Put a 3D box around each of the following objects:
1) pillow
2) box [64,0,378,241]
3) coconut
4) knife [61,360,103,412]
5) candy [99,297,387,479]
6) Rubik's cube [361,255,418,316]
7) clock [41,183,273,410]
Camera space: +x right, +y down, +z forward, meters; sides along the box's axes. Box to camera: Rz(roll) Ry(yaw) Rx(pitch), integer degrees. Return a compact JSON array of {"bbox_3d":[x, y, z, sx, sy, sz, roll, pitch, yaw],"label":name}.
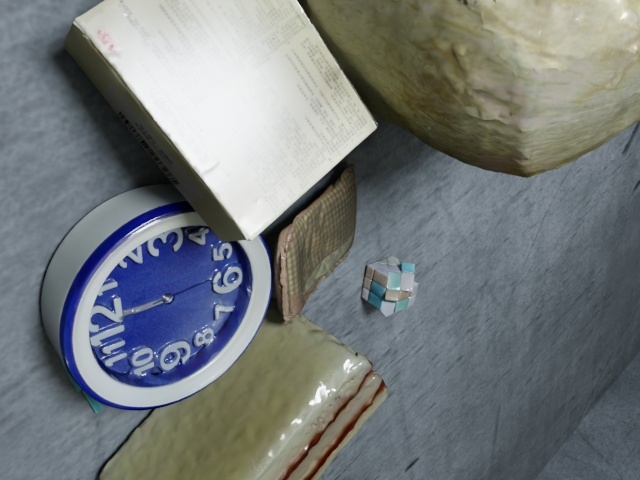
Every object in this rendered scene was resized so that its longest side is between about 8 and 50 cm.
[{"bbox_3d":[0.000,0.003,0.719,0.211,0.034,0.135,-50,149,-48],"label":"pillow"},{"bbox_3d":[-0.081,-0.129,0.504,0.168,0.095,0.212,-44,111,-20],"label":"box"},{"bbox_3d":[0.202,-0.245,0.527,0.404,0.404,0.405,-23,128,-34],"label":"coconut"},{"bbox_3d":[-0.256,0.157,0.624,0.014,0.005,0.091,-37,134,-29],"label":"knife"},{"bbox_3d":[-0.090,0.234,0.705,0.321,0.179,0.135,-46,139,-14],"label":"candy"},{"bbox_3d":[0.114,0.068,0.889,0.084,0.073,0.075,-30,132,-27],"label":"Rubik's cube"},{"bbox_3d":[-0.161,0.058,0.607,0.230,0.083,0.231,-24,130,-32],"label":"clock"}]
